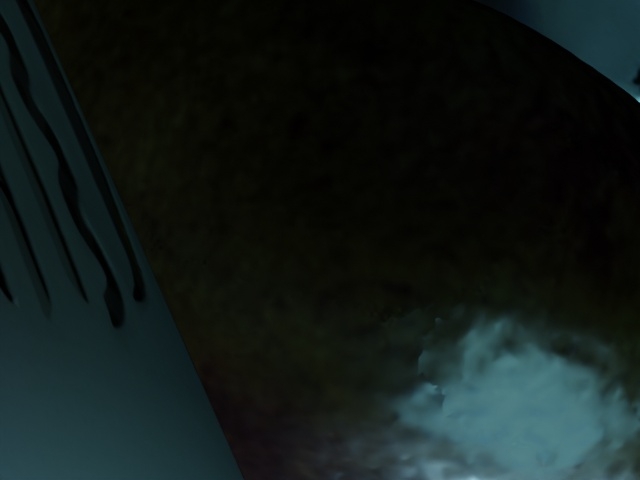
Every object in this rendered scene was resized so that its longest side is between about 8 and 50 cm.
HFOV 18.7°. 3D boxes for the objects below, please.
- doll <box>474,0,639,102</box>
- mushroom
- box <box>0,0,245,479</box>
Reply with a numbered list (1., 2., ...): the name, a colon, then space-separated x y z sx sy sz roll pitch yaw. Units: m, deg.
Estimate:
1. doll: 0.107 -0.061 0.885 0.107 0.110 0.181 20 150 9
2. mushroom: 0.000 0.000 0.758 0.345 0.260 0.345 15 146 10
3. box: -0.230 0.013 0.449 0.312 0.314 0.300 -30 160 11
